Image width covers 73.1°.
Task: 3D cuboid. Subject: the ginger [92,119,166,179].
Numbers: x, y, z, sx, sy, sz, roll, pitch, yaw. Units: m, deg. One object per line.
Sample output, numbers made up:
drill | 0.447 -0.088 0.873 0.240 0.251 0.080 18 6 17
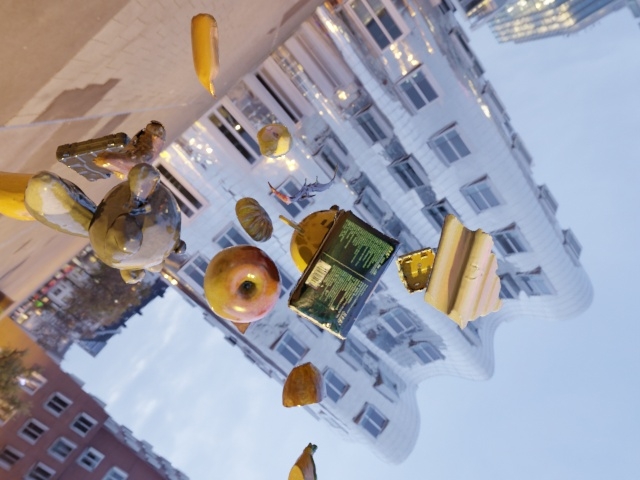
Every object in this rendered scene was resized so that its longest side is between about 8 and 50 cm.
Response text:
ginger | -0.632 -0.298 1.481 0.309 0.107 0.132 -70 173 -47

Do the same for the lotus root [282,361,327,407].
lotus root | -0.082 0.644 1.942 0.199 0.179 0.188 -12 171 5

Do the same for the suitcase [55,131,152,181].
suitcase | -0.820 -0.316 1.650 0.286 0.206 0.065 -10 -111 9

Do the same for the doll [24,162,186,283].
doll | -0.509 -0.039 1.016 0.382 0.380 0.251 143 -49 -63

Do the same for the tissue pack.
tissue pack | 0.086 0.112 1.612 0.416 0.264 0.253 -60 -179 4

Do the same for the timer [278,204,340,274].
timer | 0.000 0.000 1.919 0.376 0.387 0.376 -52 170 -12

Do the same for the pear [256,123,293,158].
pear | -0.218 -0.480 2.082 0.178 0.178 0.178 -37 -160 16

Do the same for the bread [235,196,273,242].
bread | -0.271 -0.087 1.809 0.105 0.213 0.213 -26 -158 10

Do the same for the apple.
apple | -0.306 0.174 1.708 0.319 0.319 0.277 -43 -171 -2

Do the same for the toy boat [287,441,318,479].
toy boat | -0.037 0.672 1.166 0.089 0.229 0.088 -3 177 40

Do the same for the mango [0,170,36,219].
mango | -0.996 -0.151 1.433 0.187 0.360 0.143 -68 168 -63

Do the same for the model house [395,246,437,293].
model house | 0.501 0.144 2.148 0.225 0.198 0.215 -20 179 12

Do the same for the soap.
soap | 0.459 0.078 1.291 0.159 0.258 0.301 31 -64 44

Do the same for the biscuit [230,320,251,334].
biscuit | -0.368 0.367 2.134 0.073 0.107 0.388 -43 174 -31

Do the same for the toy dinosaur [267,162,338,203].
toy dinosaur | -0.057 -0.276 2.045 0.328 0.112 0.206 -27 165 9

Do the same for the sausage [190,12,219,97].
sausage | -0.453 -0.728 1.714 0.112 0.327 0.112 -4 -177 0
